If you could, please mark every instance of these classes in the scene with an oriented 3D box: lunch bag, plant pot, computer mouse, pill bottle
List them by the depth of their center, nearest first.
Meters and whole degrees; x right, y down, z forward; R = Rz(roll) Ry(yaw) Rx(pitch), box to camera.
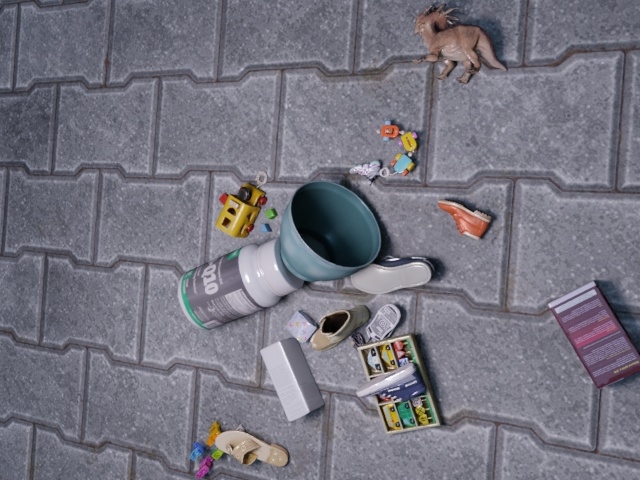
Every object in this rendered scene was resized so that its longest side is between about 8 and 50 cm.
[{"bbox_3d":[0.000,0.000,1.806,0.293,0.293,0.196,58,137,15],"label":"plant pot"},{"bbox_3d":[0.173,0.265,1.828,0.106,0.042,0.193,47,113,23],"label":"computer mouse"},{"bbox_3d":[-0.055,0.268,1.926,0.083,0.053,0.071,43,103,30],"label":"lunch bag"},{"bbox_3d":[-0.245,0.131,1.935,0.360,0.204,0.204,-23,79,22],"label":"pill bottle"}]

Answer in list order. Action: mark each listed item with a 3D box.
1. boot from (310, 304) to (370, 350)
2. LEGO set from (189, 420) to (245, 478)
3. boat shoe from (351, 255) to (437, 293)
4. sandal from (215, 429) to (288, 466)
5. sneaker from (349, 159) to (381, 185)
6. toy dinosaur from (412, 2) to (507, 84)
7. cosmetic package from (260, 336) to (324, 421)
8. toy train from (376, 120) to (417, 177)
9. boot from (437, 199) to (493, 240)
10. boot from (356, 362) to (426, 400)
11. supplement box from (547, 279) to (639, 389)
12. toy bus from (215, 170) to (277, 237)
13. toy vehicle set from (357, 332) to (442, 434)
[{"bbox_3d":[0.030,0.261,1.823,0.213,0.165,0.077,-36,74,19],"label":"boot"},{"bbox_3d":[-0.346,0.656,2.040,0.087,0.093,0.227,42,102,-12],"label":"LEGO set"},{"bbox_3d":[0.209,0.091,1.791,0.254,0.079,0.095,-15,98,32],"label":"boat shoe"},{"bbox_3d":[-0.220,0.659,1.933,0.239,0.079,0.088,13,103,4],"label":"sandal"},{"bbox_3d":[0.137,-0.194,1.858,0.098,0.038,0.069,-14,82,24],"label":"sneaker"},{"bbox_3d":[0.376,-0.553,1.717,0.295,0.127,0.201,15,88,19],"label":"toy dinosaur"},{"bbox_3d":[-0.085,0.419,1.901,0.085,0.117,0.231,-30,75,20],"label":"cosmetic package"},{"bbox_3d":[0.225,-0.264,1.817,0.125,0.046,0.167,1,86,26],"label":"toy train"},{"bbox_3d":[0.387,-0.060,1.729,0.157,0.059,0.085,28,105,22],"label":"boot"},{"bbox_3d":[0.196,0.417,1.732,0.190,0.069,0.086,-29,92,22],"label":"boot"},{"bbox_3d":[0.694,0.234,1.567,0.130,0.073,0.240,-32,75,22],"label":"supplement box"},{"bbox_3d":[-0.255,-0.108,2.001,0.190,0.104,0.202,-19,81,23],"label":"toy bus"},{"bbox_3d":[0.226,0.409,1.776,0.165,0.035,0.267,-19,90,23],"label":"toy vehicle set"}]
